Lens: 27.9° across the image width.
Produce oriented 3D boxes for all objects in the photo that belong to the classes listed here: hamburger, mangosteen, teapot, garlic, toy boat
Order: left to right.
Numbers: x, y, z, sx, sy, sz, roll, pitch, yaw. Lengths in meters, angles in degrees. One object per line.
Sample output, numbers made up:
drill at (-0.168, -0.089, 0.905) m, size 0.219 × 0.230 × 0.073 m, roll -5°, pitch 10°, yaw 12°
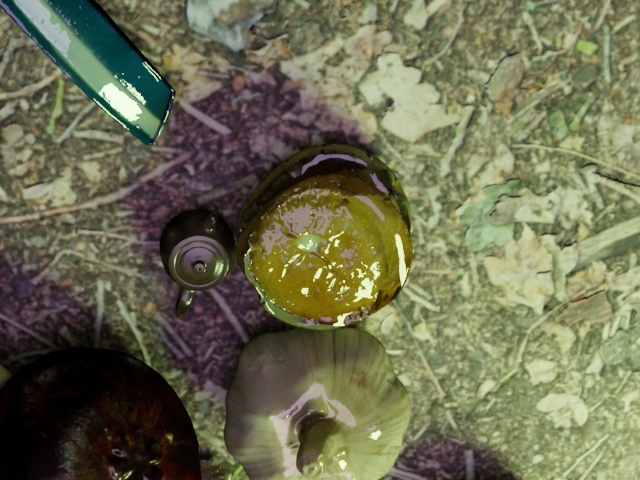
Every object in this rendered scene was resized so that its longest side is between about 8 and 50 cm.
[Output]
toy boat at (-0.235, -0.205, 1.157) m, size 0.062 × 0.096 × 0.299 m, roll -41°, pitch 113°, yaw 2°
mangosteen at (-0.247, 0.229, 1.296) m, size 0.235 × 0.235 × 0.261 m, roll 44°, pitch 145°, yaw -21°
teapot at (-0.124, 0.021, 1.276) m, size 0.076 × 0.068 × 0.121 m, roll 17°, pitch 110°, yaw -13°
garlic at (-0.004, 0.179, 1.267) m, size 0.199 × 0.226 × 0.199 m, roll 0°, pitch 93°, yaw -1°
hamburger at (0.000, 0.000, 1.267) m, size 0.177 × 0.113 × 0.185 m, roll 10°, pitch 119°, yaw -17°

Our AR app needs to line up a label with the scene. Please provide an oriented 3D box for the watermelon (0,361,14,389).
watermelon at (-0.411, 0.185, 1.305) m, size 0.193 × 0.137 × 0.145 m, roll 5°, pitch 147°, yaw -9°

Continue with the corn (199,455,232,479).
corn at (-0.135, 0.344, 1.404) m, size 0.087 × 0.087 × 0.211 m, roll 4°, pitch 114°, yaw -8°
